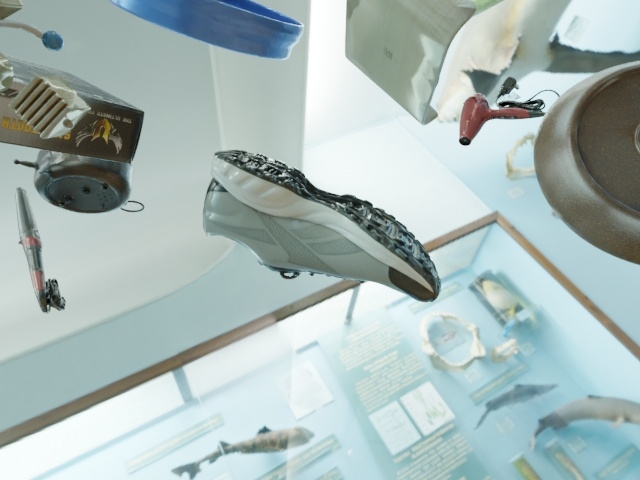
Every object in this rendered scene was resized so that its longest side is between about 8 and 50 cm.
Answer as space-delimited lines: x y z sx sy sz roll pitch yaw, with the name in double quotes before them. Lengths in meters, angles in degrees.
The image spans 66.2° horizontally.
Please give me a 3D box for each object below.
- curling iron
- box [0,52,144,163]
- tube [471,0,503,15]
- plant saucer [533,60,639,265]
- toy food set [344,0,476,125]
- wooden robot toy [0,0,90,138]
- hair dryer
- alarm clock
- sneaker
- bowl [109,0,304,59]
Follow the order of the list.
"curling iron" -0.490 0.013 0.839 0.035 0.274 0.068 -22 -26 -22
"box" -0.310 -0.139 0.439 0.231 0.183 0.056 3 -68 -52
"tube" 0.464 -0.711 1.486 0.070 0.240 0.062 39 -103 -18
"plant saucer" 0.438 -0.115 0.618 0.311 0.310 0.050 -35 -26 -3
"toy food set" 0.152 -0.361 0.875 0.092 0.219 0.306 -41 -14 -10
"wooden robot toy" -0.209 -0.131 0.266 0.076 0.079 0.173 -24 -73 8
"hair dryer" 0.512 -0.379 1.428 0.294 0.223 0.080 -36 -52 -1
"alarm clock" -0.338 -0.081 0.738 0.130 0.064 0.192 -17 -26 18
"sneaker" 0.000 0.000 0.525 0.107 0.272 0.100 -66 -5 20
"bowl" -0.229 -0.459 0.977 0.391 0.391 0.077 -3 -55 -42
